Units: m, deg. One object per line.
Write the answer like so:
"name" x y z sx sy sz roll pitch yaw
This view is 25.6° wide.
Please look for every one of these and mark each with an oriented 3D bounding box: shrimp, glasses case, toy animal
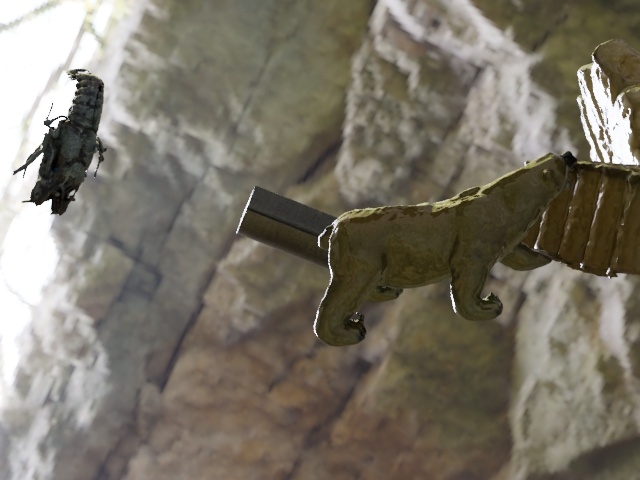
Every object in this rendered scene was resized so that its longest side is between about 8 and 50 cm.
"shrimp" -0.268 -0.111 1.485 0.082 0.174 0.076 25 155 -29
"glasses case" 0.000 0.000 1.757 0.205 0.047 0.071 22 151 -4
"toy animal" 0.096 0.002 1.074 0.219 0.101 0.103 -11 -161 9

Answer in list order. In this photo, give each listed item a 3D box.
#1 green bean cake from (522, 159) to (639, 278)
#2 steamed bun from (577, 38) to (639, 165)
"green bean cake" 0.361 -0.023 1.599 0.224 0.131 0.230 4 -173 -38
"steamed bun" 0.447 -0.136 1.892 0.137 0.295 0.292 -13 -162 -2
